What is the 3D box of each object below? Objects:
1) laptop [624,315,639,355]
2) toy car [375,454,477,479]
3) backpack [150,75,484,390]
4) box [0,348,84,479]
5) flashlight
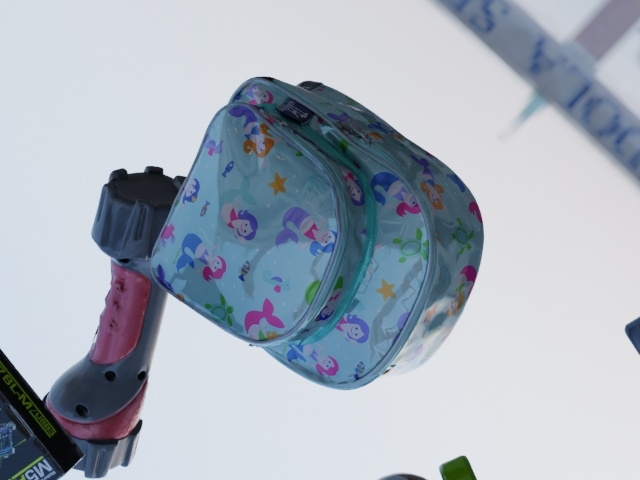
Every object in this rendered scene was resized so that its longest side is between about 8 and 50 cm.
[{"bbox_3d":[0.510,0.121,1.496,0.382,0.408,0.236,57,-172,6],"label":"laptop"},{"bbox_3d":[0.083,0.279,1.667,0.188,0.155,0.149,48,-161,-86],"label":"toy car"},{"bbox_3d":[0.000,0.000,1.605,0.253,0.225,0.191,34,-161,21],"label":"backpack"},{"bbox_3d":[-0.321,0.159,1.585,0.184,0.191,0.045,51,-153,-6],"label":"box"},{"bbox_3d":[-0.197,0.078,1.802,0.103,0.304,0.103,18,-150,6],"label":"flashlight"}]
